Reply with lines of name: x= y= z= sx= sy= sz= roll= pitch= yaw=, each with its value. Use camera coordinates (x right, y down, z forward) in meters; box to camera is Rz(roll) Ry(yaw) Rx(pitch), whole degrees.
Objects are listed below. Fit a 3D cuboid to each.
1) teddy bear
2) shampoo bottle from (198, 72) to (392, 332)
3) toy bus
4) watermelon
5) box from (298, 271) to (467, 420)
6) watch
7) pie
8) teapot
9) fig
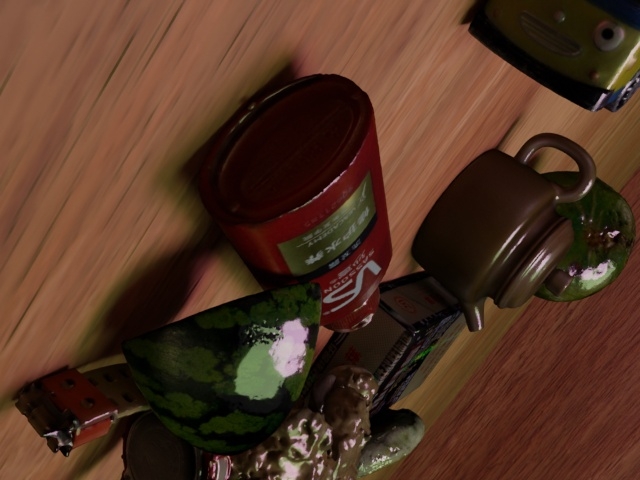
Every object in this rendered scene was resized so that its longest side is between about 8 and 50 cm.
teddy bear: x=-0.050 y=0.238 z=0.764 sx=0.267 sy=0.156 sz=0.256 roll=-40 pitch=150 yaw=3
shampoo bottle: x=0.000 y=0.000 z=0.563 sx=0.118 sy=0.076 sz=0.314 roll=-45 pitch=159 yaw=-10
toy bus: x=0.270 y=-0.224 z=0.645 sx=0.287 sy=0.138 sz=0.175 roll=-25 pitch=149 yaw=-49
watermelon: x=-0.054 y=0.072 z=0.508 sx=0.135 sy=0.125 sz=0.094 roll=-38 pitch=-156 yaw=-2
box: x=0.108 y=0.145 z=1.031 sx=0.198 sy=0.084 sz=0.310 roll=-57 pitch=159 yaw=21
watch: x=-0.172 y=0.159 z=0.488 sx=0.165 sy=0.102 sz=0.268 roll=-59 pitch=150 yaw=5
pie: x=0.030 y=0.290 z=1.017 sx=0.240 sy=0.054 sz=0.240 roll=-19 pitch=178 yaw=-1
teapot: x=0.243 y=-0.005 z=0.925 sx=0.268 sy=0.175 sz=0.185 roll=-57 pitch=161 yaw=19
fig: x=0.354 y=0.000 z=1.159 sx=0.203 sy=0.203 sz=0.235 roll=-46 pitch=180 yaw=-9
